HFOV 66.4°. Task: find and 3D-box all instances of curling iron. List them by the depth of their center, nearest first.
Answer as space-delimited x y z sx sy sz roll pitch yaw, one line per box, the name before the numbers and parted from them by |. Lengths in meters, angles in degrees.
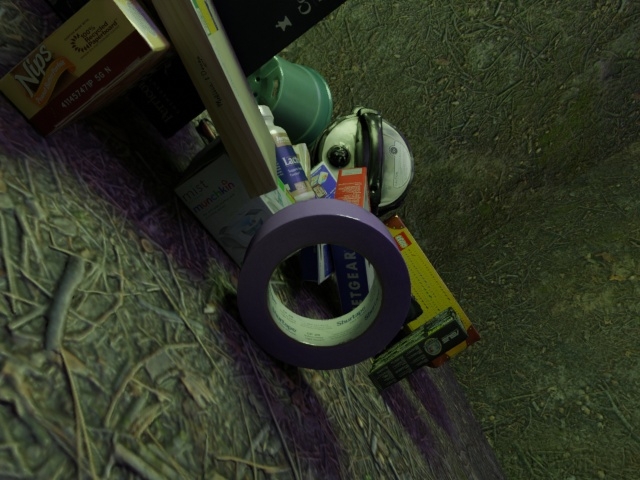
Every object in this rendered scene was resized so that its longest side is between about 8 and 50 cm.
curling iron | -0.234 -0.198 1.226 0.274 0.035 0.068 58 10 14

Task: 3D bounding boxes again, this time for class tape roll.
tape roll | 0.005 0.074 0.804 0.275 0.274 0.090 52 12 -19

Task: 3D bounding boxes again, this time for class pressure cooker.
pressure cooker | 0.121 -0.232 1.714 0.370 0.375 0.420 51 -18 -1

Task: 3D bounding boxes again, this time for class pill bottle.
pill bottle | -0.133 -0.193 1.237 0.265 0.153 0.153 65 11 1

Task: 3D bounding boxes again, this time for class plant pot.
plant pot | -0.172 -0.500 1.720 0.341 0.341 0.334 58 18 12

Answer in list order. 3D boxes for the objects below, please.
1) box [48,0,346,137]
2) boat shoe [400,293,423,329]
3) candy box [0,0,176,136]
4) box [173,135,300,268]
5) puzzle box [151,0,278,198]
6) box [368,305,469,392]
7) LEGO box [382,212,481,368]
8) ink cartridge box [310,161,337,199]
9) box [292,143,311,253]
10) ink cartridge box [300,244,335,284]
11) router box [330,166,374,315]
box | -0.267 -0.559 0.982 0.480 0.471 0.297 51 13 -23
boat shoe | 0.165 0.224 1.530 0.127 0.158 0.340 58 -19 -5
candy box | -0.304 -0.269 0.720 0.088 0.182 0.316 53 11 -22
box | -0.157 -0.087 0.993 0.231 0.126 0.262 54 11 -21
puzzle box | -0.175 -0.297 0.802 0.272 0.052 0.409 -101 169 -63
box | 0.265 0.289 1.328 0.060 0.270 0.216 55 10 6
LEGO box | 0.308 0.193 1.777 0.500 0.193 0.372 57 -7 8
ink cartridge box | -0.010 -0.094 1.477 0.208 0.206 0.045 53 -20 -17
box | -0.059 -0.121 1.362 0.067 0.063 0.324 63 21 -60
ink cartridge box | 0.000 0.000 1.217 0.371 0.069 0.176 -21 109 -82
router box | 0.098 0.018 1.356 0.301 0.082 0.336 -80 163 -52
